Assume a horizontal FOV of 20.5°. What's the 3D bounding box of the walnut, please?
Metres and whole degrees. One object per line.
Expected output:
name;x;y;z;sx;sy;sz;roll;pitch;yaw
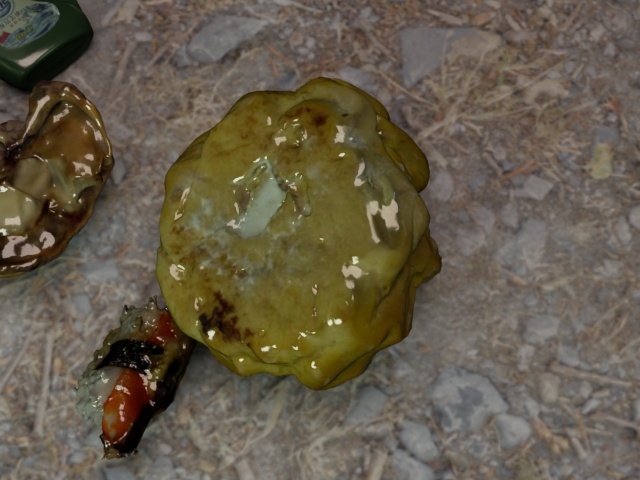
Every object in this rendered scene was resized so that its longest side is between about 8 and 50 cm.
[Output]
walnut;-0.342;-0.054;1.936;0.238;0.141;0.204;-15;81;-10

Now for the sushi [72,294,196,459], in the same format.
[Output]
sushi;-0.195;0.138;1.890;0.103;0.097;0.226;28;55;3

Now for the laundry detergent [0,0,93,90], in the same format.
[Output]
laundry detergent;-0.371;-0.278;2.063;0.137;0.063;0.211;-39;73;-19

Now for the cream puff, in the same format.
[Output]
cream puff;0.000;0.002;1.885;0.291;0.257;0.324;-35;65;21
